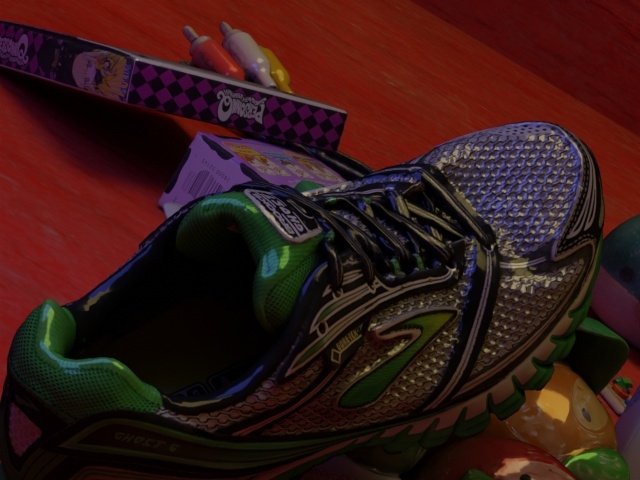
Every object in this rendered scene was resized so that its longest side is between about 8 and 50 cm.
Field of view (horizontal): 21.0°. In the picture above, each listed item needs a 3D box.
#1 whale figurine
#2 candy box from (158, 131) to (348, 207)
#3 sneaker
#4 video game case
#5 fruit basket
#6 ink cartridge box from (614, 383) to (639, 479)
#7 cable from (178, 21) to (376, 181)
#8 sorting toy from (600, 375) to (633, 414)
[{"bbox_3d":[0.397,0.070,1.737,0.272,0.141,0.216,41,18,33],"label":"whale figurine"},{"bbox_3d":[0.000,0.000,1.336,0.196,0.070,0.165,37,16,25],"label":"candy box"},{"bbox_3d":[0.009,0.030,0.785,0.343,0.146,0.134,-31,57,-31],"label":"sneaker"},{"bbox_3d":[-0.129,-0.128,1.419,0.232,0.042,0.210,10,7,-46],"label":"video game case"},{"bbox_3d":[0.093,0.120,0.953,0.327,0.165,0.353,20,21,-35],"label":"fruit basket"},{"bbox_3d":[0.288,0.134,1.163,0.154,0.212,0.093,30,-1,1],"label":"ink cartridge box"},{"bbox_3d":[-0.036,-0.120,1.654,0.139,0.072,0.287,3,31,-50],"label":"cable"},{"bbox_3d":[0.271,0.138,1.523,0.062,0.012,0.083,23,17,-26],"label":"sorting toy"}]
